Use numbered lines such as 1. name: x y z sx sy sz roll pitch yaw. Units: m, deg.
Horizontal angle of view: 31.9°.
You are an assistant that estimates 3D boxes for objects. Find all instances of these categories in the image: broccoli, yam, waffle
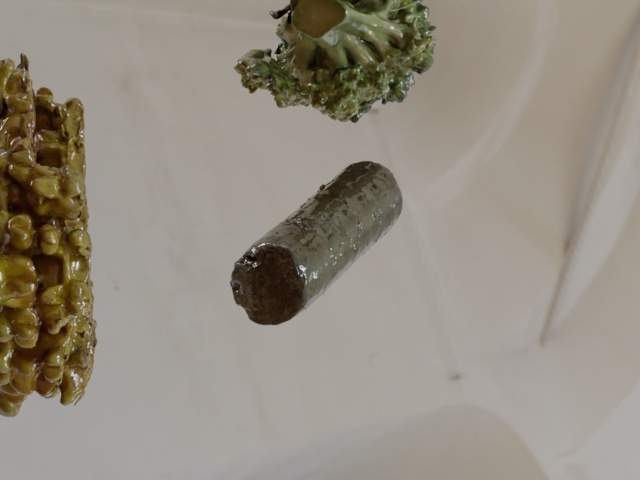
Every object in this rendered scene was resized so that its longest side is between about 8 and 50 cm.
1. broccoli: 0.011 -0.278 1.440 0.263 0.243 0.246 -2 -91 12
2. yam: 0.000 0.000 1.178 0.093 0.259 0.093 11 -63 23
3. waffle: -0.166 -0.004 0.654 0.197 0.070 0.193 105 -21 -51
